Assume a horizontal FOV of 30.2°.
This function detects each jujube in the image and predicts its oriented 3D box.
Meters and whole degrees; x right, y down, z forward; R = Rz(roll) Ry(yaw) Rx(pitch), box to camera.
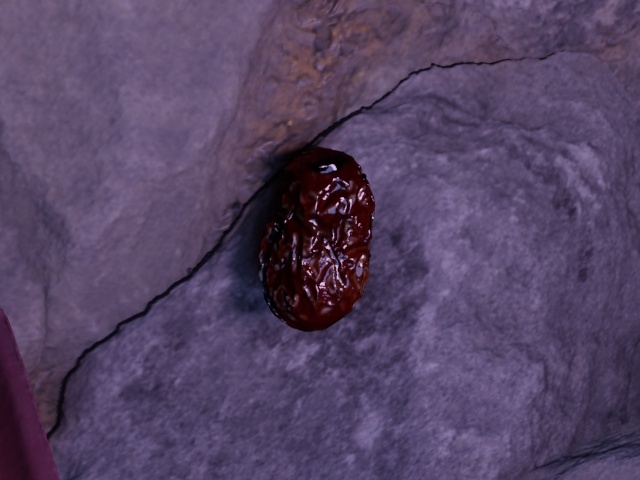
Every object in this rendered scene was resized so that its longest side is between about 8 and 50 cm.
[{"bbox_3d":[0.004,0.000,1.050,0.104,0.104,0.166,1,119,-28],"label":"jujube"}]

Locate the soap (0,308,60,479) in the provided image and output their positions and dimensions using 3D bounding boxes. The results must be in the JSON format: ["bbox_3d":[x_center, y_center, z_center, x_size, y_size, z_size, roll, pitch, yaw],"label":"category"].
[{"bbox_3d":[-0.258,0.246,0.907,0.128,0.359,0.233,-11,125,-19],"label":"soap"}]
